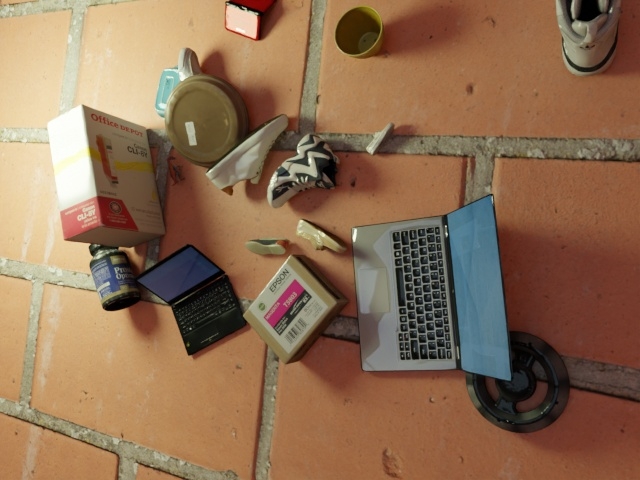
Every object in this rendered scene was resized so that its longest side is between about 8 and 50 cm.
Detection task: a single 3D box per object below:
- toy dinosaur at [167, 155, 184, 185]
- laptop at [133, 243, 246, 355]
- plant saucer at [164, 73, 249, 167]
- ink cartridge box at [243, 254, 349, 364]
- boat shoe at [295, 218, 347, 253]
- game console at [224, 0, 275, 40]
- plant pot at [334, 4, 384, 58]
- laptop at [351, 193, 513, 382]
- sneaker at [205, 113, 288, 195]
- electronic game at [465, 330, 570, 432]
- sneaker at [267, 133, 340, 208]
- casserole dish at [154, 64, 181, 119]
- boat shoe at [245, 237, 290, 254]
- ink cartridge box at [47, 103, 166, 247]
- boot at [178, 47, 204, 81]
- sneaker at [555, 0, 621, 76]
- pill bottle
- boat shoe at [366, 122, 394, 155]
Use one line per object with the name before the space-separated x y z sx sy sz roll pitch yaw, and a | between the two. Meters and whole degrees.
toy dinosaur | -0.461 -0.224 1.750 0.047 0.090 0.082 -27 106 5
laptop | -0.386 0.180 1.639 0.234 0.136 0.264 -30 74 21
plant saucer | -0.348 -0.354 1.663 0.277 0.041 0.278 4 108 13
ink cartridge box | -0.069 0.186 1.515 0.193 0.088 0.235 43 104 21
boat shoe | 0.000 0.000 1.515 0.170 0.063 0.059 32 102 34
game console | -0.214 -0.694 1.700 0.144 0.085 0.124 28 129 25
plant pot | 0.117 -0.541 1.483 0.134 0.095 0.134 -3 84 25
laptop | 0.232 0.122 1.294 0.407 0.236 0.382 -7 82 25
sneaker | -0.188 -0.246 1.621 0.290 0.106 0.123 -39 108 8
electronic game | 0.449 0.324 1.277 0.229 0.048 0.229 -3 84 28
sneaker | -0.036 -0.161 1.523 0.153 0.094 0.235 41 93 31
casserole dish | -0.484 -0.481 1.798 0.114 0.037 0.189 13 90 25
boat shoe | -0.153 0.012 1.595 0.137 0.049 0.043 2 44 28
ink cartridge box | -0.658 -0.189 1.721 0.160 0.279 0.385 -19 78 22
boot | -0.359 -0.476 1.717 0.123 0.095 0.259 -6 91 19
sneaker | 0.585 -0.562 1.197 0.137 0.210 0.366 1 86 25
pill bottle | -0.669 0.107 1.788 0.122 0.122 0.219 -30 74 20
boat shoe | 0.157 -0.275 1.476 0.035 0.035 0.100 42 110 20
